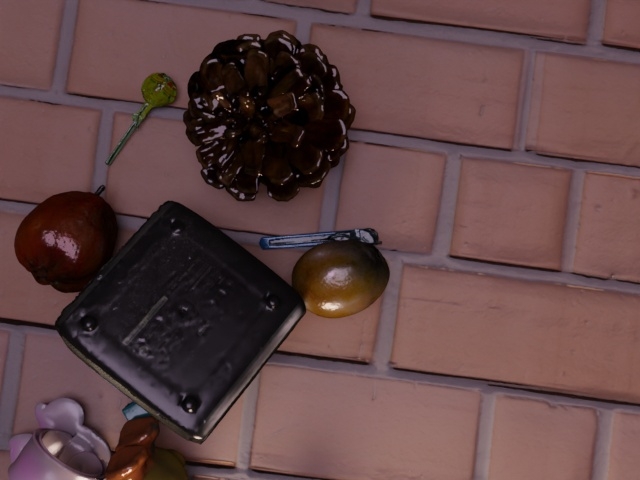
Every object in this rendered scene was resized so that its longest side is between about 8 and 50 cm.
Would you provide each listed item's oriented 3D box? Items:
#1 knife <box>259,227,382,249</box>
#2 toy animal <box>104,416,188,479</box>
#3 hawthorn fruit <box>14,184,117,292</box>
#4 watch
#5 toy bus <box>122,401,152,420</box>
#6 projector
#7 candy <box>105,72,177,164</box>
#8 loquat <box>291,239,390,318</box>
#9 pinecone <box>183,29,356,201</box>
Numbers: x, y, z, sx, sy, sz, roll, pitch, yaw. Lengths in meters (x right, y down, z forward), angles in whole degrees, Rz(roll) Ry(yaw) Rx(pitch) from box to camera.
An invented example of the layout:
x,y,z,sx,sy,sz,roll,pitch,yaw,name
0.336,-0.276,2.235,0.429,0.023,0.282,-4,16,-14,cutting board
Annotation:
x,y,z,sx,sy,sz,roll,pitch,yaw,name
0.000,0.000,1.808,0.297,0.026,0.044,-5,99,-1,knife
-0.377,0.586,1.676,0.191,0.216,0.338,-22,111,11,toy animal
-0.568,-0.015,1.727,0.224,0.224,0.260,26,64,1,hawthorn fruit
-0.596,0.490,1.689,0.248,0.217,0.210,36,88,1,watch
-0.375,0.380,1.757,0.160,0.092,0.079,-32,89,-2,toy bus
-0.303,0.177,1.646,0.405,0.242,0.395,38,70,3,projector
-0.443,-0.291,1.810,0.077,0.073,0.262,38,95,20,candy
0.048,0.088,1.734,0.228,0.179,0.179,-9,87,3,loquat
-0.119,-0.265,1.670,0.398,0.398,0.397,0,87,0,pinecone
